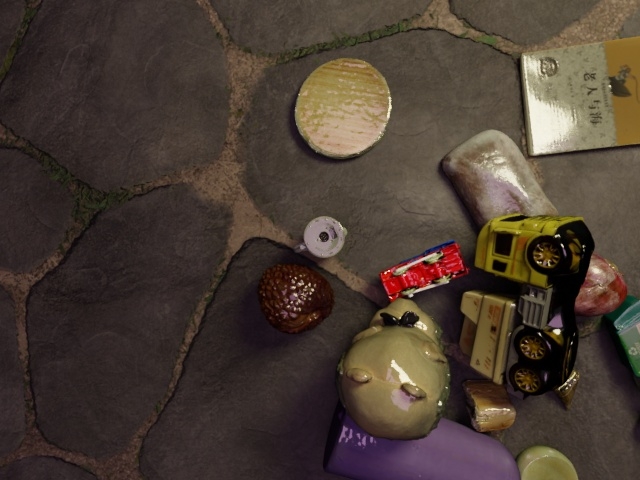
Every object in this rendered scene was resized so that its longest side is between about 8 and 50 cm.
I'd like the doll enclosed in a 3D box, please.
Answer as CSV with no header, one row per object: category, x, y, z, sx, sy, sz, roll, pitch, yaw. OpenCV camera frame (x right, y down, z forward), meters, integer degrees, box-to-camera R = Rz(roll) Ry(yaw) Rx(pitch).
doll,0.175,0.267,0.915,0.247,0.349,0.247,5,103,24

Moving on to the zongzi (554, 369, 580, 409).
zongzi,0.625,0.370,1.023,0.076,0.040,0.083,-39,97,-2

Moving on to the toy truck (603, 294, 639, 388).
toy truck,0.780,0.256,0.973,0.124,0.114,0.253,-21,87,19

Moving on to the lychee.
lychee,-0.070,0.139,1.036,0.188,0.188,0.188,0,89,6

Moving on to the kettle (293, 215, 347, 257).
kettle,0.006,0.003,1.038,0.098,0.148,0.127,36,92,3

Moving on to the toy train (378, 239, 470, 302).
toy train,0.259,0.076,1.027,0.204,0.131,0.083,-23,92,17

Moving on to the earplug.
earplug,0.245,0.508,0.986,0.455,0.215,0.215,18,91,2

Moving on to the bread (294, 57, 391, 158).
bread,0.059,-0.347,1.090,0.267,0.040,0.267,0,89,7

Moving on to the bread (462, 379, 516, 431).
bread,0.411,0.406,1.007,0.106,0.125,0.082,2,109,5

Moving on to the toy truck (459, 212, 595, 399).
toy truck,0.446,0.137,0.925,0.254,0.180,0.405,17,111,45

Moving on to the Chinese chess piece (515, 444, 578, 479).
Chinese chess piece,0.555,0.584,1.016,0.144,0.058,0.144,0,87,7

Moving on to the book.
book,0.710,-0.362,1.025,0.388,0.032,0.269,-7,89,7

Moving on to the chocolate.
chocolate,0.449,-0.130,1.022,0.185,0.100,0.303,-32,83,8

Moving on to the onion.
onion,0.609,0.119,0.977,0.159,0.159,0.195,44,114,5
